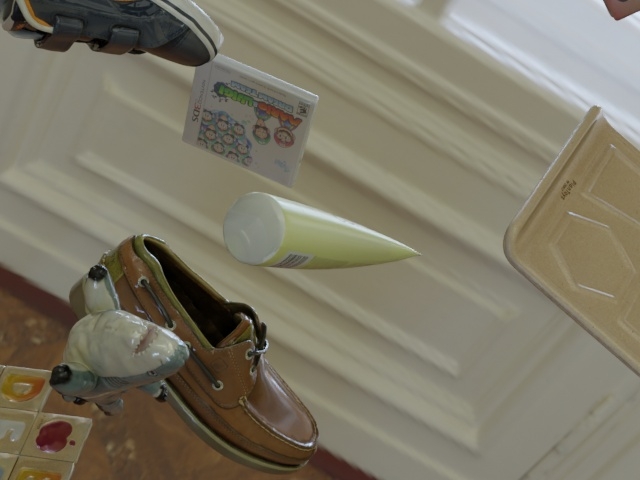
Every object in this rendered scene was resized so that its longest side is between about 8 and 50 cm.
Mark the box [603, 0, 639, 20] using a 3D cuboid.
[{"bbox_3d":[0.335,-0.306,1.047,0.127,0.232,0.148,58,33,-15],"label":"box"}]

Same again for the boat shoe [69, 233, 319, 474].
[{"bbox_3d":[-0.100,0.117,1.224,0.307,0.104,0.110,40,24,-22],"label":"boat shoe"}]

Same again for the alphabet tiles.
[{"bbox_3d":[-0.412,0.220,1.216,0.342,0.011,0.285,6,41,8],"label":"alphabet tiles"}]

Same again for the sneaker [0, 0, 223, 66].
[{"bbox_3d":[-0.266,-0.255,1.353,0.321,0.126,0.127,30,74,-20],"label":"sneaker"}]

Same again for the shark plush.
[{"bbox_3d":[-0.120,0.085,0.727,0.067,0.161,0.073,18,52,-6],"label":"shark plush"}]

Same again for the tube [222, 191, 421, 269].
[{"bbox_3d":[0.000,0.000,1.114,0.070,0.062,0.240,49,17,25],"label":"tube"}]

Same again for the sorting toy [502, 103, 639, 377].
[{"bbox_3d":[0.242,0.018,0.947,0.208,0.038,0.193,44,49,-4],"label":"sorting toy"}]

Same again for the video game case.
[{"bbox_3d":[-0.090,-0.150,1.538,0.157,0.143,0.019,24,43,7],"label":"video game case"}]
